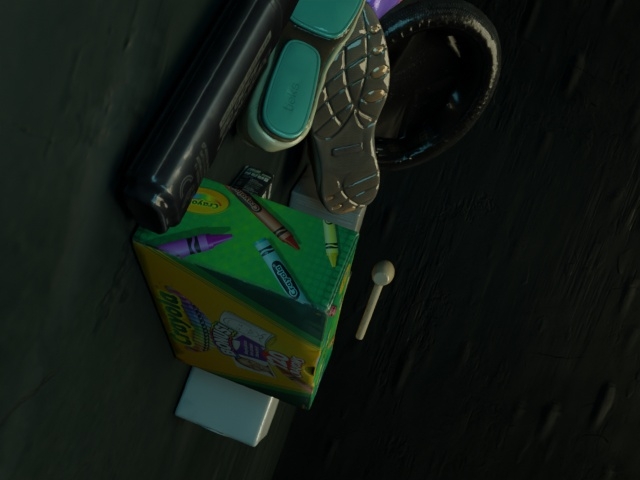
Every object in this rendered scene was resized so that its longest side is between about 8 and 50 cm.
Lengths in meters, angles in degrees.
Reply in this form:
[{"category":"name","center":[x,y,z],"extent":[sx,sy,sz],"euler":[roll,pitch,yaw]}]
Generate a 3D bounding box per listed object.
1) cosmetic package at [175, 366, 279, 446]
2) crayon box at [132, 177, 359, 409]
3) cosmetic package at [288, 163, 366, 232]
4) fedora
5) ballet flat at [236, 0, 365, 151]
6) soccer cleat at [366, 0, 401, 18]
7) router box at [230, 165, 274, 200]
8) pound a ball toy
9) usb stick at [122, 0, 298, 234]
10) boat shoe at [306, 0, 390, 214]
[{"category":"cosmetic package","center":[-0.091,0.137,0.818],"extent":[0.085,0.117,0.231],"euler":[46,65,-81]},{"category":"crayon box","center":[-0.067,0.064,0.598],"extent":[0.278,0.165,0.081],"euler":[97,14,-59]},{"category":"cosmetic package","center":[0.000,0.000,1.108],"extent":[0.107,0.127,0.238],"euler":[-64,172,-47]},{"category":"fedora","center":[0.145,-0.291,1.097],"extent":[0.153,0.334,0.334],"euler":[-111,-154,-45]},{"category":"ballet flat","center":[-0.022,-0.201,0.641],"extent":[0.086,0.086,0.248],"euler":[87,25,-73]},{"category":"soccer cleat","center":[0.133,-0.433,0.971],"extent":[0.109,0.116,0.318],"euler":[102,10,-49]},{"category":"router box","center":[-0.093,-0.010,0.710],"extent":[0.092,0.038,0.122],"euler":[-64,170,-49]},{"category":"pound a ball toy","center":[0.006,0.169,1.275],"extent":[0.136,0.208,0.319],"euler":[-39,149,-77]},{"category":"usb stick","center":[-0.075,-0.134,0.488],"extent":[0.077,0.045,0.278],"euler":[111,1,-67]},{"category":"boat shoe","center":[0.023,-0.192,0.892],"extent":[0.116,0.123,0.324],"euler":[-114,-159,-48]}]
